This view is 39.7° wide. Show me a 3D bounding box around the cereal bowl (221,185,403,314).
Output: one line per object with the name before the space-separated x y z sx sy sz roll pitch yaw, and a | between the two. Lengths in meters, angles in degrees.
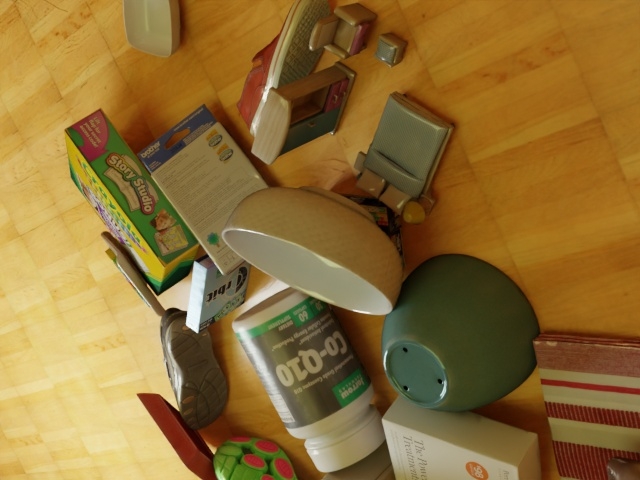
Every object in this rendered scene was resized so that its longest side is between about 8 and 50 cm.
cereal bowl | 0.000 0.000 1.594 0.338 0.141 0.339 22 165 6

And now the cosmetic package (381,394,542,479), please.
cosmetic package | 0.288 0.489 1.725 0.284 0.097 0.377 11 131 33

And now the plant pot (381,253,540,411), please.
plant pot | 0.223 0.195 1.600 0.290 0.195 0.290 20 124 31

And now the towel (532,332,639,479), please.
towel | 0.509 0.313 1.535 0.237 0.037 0.329 1 114 38

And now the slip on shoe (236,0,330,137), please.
slip on shoe | -0.078 -0.327 1.636 0.101 0.123 0.331 47 139 16

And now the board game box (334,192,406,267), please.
board game box | 0.077 -0.015 1.714 0.170 0.048 0.141 8 116 38

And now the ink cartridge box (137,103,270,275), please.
ink cartridge box | -0.215 -0.106 1.835 0.185 0.065 0.311 -37 88 3

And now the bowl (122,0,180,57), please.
bowl | -0.341 -0.459 1.826 0.142 0.053 0.142 22 126 30

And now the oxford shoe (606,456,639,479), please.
oxford shoe | 0.595 0.496 1.496 0.364 0.130 0.132 59 166 -24

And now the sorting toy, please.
sorting toy | -0.455 0.082 2.122 0.193 0.038 0.208 58 170 -28

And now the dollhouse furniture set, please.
dollhouse furniture set | 0.081 -0.192 1.510 0.303 0.198 0.286 37 132 19

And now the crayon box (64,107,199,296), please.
crayon box | -0.425 -0.073 1.982 0.363 0.106 0.313 53 162 4

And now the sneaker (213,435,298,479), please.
sneaker | -0.087 0.665 2.128 0.482 0.185 0.202 39 135 22

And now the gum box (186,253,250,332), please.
gum box | -0.219 0.093 1.947 0.041 0.157 0.184 32 129 23

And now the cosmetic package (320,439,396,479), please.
cosmetic package | 0.075 0.545 1.832 0.113 0.309 0.160 16 122 33

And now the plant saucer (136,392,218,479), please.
plant saucer | -0.336 0.506 2.239 0.258 0.047 0.259 45 170 35

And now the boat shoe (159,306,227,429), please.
boat shoe | -0.318 0.309 2.191 0.130 0.132 0.356 44 144 49

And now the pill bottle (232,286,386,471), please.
pill bottle | -0.015 0.280 1.842 0.204 0.204 0.361 -24 97 45
